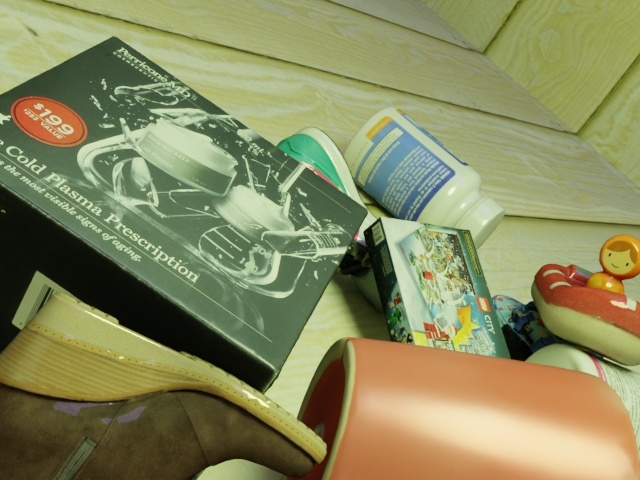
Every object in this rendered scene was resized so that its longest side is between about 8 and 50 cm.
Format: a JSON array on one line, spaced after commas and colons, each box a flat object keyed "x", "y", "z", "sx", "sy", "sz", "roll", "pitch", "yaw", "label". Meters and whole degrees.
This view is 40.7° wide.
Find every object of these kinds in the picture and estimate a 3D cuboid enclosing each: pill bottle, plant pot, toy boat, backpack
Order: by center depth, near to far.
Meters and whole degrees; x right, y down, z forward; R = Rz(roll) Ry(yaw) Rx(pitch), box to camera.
[{"x": 0.103, "y": 0.214, "z": 0.776, "sx": 0.243, "sy": 0.275, "sz": 0.275, "roll": 18, "pitch": 28, "yaw": -9, "label": "plant pot"}, {"x": 0.376, "y": 0.063, "z": 1.134, "sx": 0.151, "sy": 0.151, "sz": 0.231, "roll": 23, "pitch": 14, "yaw": 0, "label": "toy boat"}, {"x": 0.398, "y": 0.251, "z": 1.135, "sx": 0.283, "sy": 0.160, "sz": 0.160, "roll": 23, "pitch": 28, "yaw": -23, "label": "pill bottle"}, {"x": 0.302, "y": 0.145, "z": 1.263, "sx": 0.158, "sy": 0.117, "sz": 0.173, "roll": 17, "pitch": 28, "yaw": -34, "label": "backpack"}, {"x": 0.180, "y": -0.095, "z": 1.496, "sx": 0.272, "sy": 0.152, "sz": 0.152, "roll": 43, "pitch": 27, "yaw": 17, "label": "pill bottle"}]

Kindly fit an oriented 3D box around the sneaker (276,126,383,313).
[{"x": 0.000, "y": 0.000, "z": 1.160, "sx": 0.178, "sy": 0.124, "sz": 0.295, "roll": -31, "pitch": 87, "yaw": -41, "label": "sneaker"}]

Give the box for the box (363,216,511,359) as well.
[{"x": 0.153, "y": 0.087, "z": 1.111, "sx": 0.159, "sy": 0.044, "sz": 0.233, "roll": 8, "pitch": 56, "yaw": -34, "label": "box"}]

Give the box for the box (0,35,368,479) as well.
[{"x": -0.169, "y": -0.001, "z": 0.847, "sx": 0.343, "sy": 0.179, "sz": 0.312, "roll": 34, "pitch": 31, "yaw": -2, "label": "box"}]

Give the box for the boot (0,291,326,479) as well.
[{"x": -0.140, "y": 0.177, "z": 0.624, "sx": 0.248, "sy": 0.207, "sz": 0.090, "roll": 28, "pitch": -10, "yaw": -11, "label": "boot"}]
